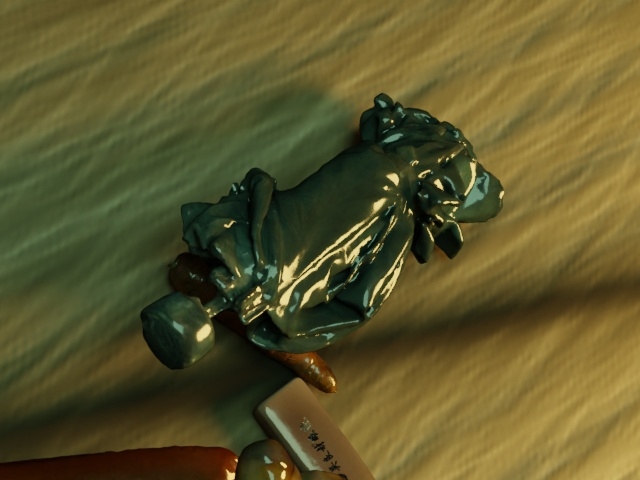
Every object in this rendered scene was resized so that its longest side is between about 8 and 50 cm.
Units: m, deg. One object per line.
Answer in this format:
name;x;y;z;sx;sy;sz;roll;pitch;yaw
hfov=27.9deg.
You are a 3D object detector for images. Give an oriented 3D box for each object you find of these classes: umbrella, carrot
umbrella;-0.003;-0.001;0.975;0.143;0.094;0.349;45;49;11
carrot;-0.049;0.064;0.988;0.165;0.036;0.035;38;63;-7

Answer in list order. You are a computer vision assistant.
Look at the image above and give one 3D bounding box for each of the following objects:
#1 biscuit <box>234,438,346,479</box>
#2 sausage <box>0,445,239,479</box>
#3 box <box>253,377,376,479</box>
biscuit;-0.021;0.249;0.859;0.047;0.164;0.207;-7;68;22
sausage;-0.203;0.193;0.851;0.330;0.102;0.102;-1;73;-21
box;-0.001;0.162;0.980;0.048;0.025;0.115;-34;88;-26
